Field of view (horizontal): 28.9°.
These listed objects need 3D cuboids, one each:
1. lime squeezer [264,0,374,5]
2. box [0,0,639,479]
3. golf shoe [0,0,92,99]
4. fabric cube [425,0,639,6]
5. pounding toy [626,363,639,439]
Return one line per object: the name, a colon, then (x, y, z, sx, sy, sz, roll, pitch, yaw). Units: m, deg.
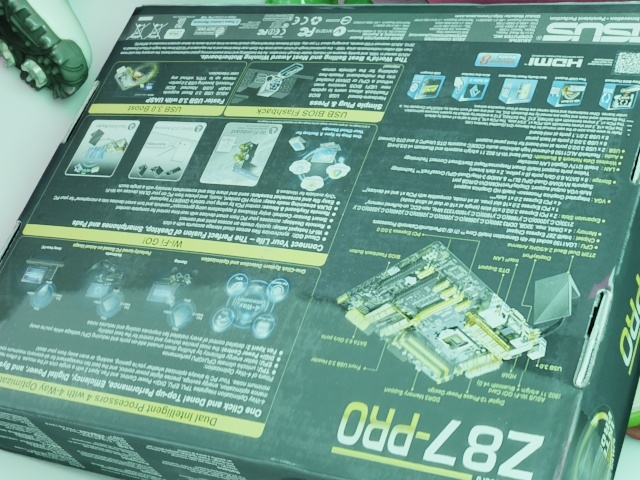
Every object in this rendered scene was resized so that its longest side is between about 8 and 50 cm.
lime squeezer: (-0.015, -0.183, 0.909, 0.059, 0.110, 0.310, -47, 34, -2)
box: (0.000, 0.000, 0.737, 0.395, 0.097, 0.318, 5, 57, 29)
golf shoe: (-0.228, -0.225, 0.951, 0.120, 0.105, 0.273, -27, 61, -18)
fabric cube: (0.156, -0.301, 0.799, 0.259, 0.254, 0.258, -21, 68, 17)
pounding toy: (0.159, 0.044, 0.764, 0.237, 0.110, 0.183, 11, 62, 36)
